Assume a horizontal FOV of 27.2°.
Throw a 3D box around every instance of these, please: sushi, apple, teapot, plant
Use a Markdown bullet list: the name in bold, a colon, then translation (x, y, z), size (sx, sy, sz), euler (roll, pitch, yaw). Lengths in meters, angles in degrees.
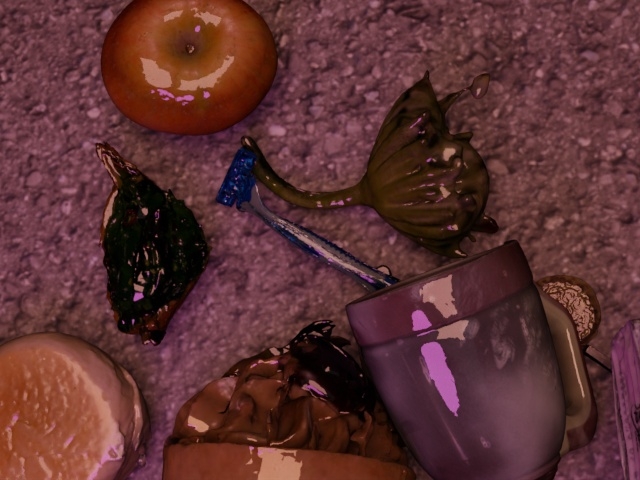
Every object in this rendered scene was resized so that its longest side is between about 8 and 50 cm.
- **sushi**: translation (-0.223, 0.003, 1.778), size (0.149, 0.140, 0.287), euler (-8, 80, 11)
- **apple**: translation (-0.179, -0.241, 1.809), size (0.234, 0.173, 0.210), euler (16, 77, -1)
- **teapot**: translation (0.218, 0.171, 1.652), size (0.315, 0.233, 0.312), euler (-20, 90, -38)
- **plant**: translation (0.086, -0.076, 1.806), size (0.333, 0.180, 0.251), euler (-16, 84, 36)

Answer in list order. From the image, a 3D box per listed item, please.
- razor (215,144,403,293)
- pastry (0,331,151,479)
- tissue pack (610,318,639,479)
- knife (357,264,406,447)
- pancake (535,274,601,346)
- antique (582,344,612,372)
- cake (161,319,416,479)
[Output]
- **razor**: translation (-0.006, 0.004, 1.777), size (0.324, 0.056, 0.093), euler (36, 121, 11)
- **pastry**: translation (-0.356, 0.248, 1.749), size (0.264, 0.133, 0.265), euler (-1, 80, 6)
- **tissue pack**: translation (0.531, 0.216, 1.534), size (0.361, 0.122, 0.259), euler (0, 63, -7)
- **knife**: translation (0.089, 0.157, 1.781), size (0.072, 0.019, 0.245), euler (-13, 80, 5)
- **pancake**: translation (0.322, 0.100, 1.771), size (0.114, 0.011, 0.115), euler (-1, 80, 4)
- **antique**: translation (0.426, 0.196, 1.730), size (0.192, 0.031, 0.015), euler (34, 88, 9)
- **cake**: translation (-0.036, 0.253, 1.628), size (0.332, 0.332, 0.321), euler (4, 74, 6)
